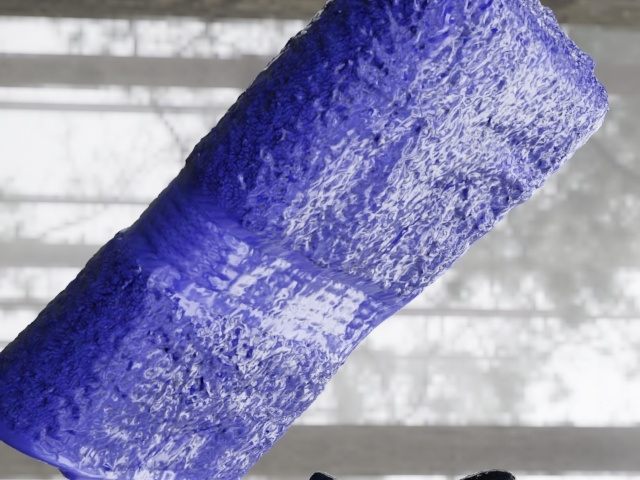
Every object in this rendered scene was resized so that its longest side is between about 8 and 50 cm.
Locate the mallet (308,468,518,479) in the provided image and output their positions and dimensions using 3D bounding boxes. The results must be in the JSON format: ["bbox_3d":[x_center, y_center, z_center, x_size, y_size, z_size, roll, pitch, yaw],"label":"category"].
[{"bbox_3d":[0.043,0.129,0.747,0.062,0.039,0.190,64,-21,-5],"label":"mallet"}]

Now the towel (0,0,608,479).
[{"bbox_3d":[0.000,0.000,0.828,0.076,0.308,0.228,47,11,21],"label":"towel"}]
